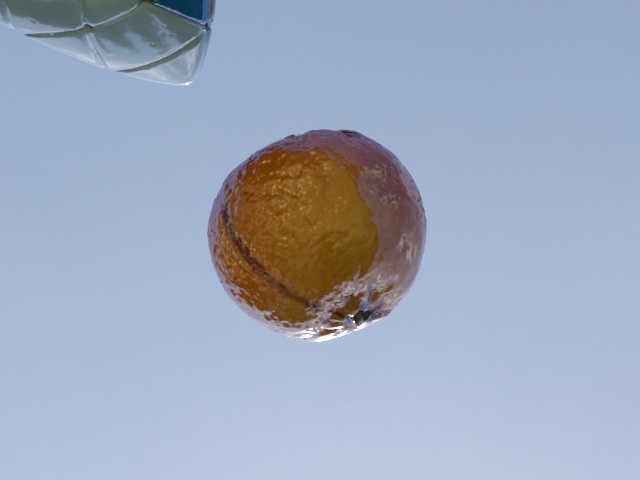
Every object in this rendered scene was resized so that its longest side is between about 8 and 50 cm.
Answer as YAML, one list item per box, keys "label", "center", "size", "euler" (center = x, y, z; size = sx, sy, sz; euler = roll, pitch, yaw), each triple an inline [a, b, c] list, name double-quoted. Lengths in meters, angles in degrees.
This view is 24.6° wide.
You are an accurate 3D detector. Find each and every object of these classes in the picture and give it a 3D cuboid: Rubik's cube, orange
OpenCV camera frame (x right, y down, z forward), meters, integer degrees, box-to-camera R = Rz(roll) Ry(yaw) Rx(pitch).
- label: "Rubik's cube"
  center: [-0.216, -0.280, 1.274]
  size: [0.254, 0.254, 0.254]
  euler: [1, -88, 22]
- label: "orange"
  center: [0.000, 0.000, 1.257]
  size: [0.193, 0.193, 0.161]
  euler: [-42, -129, 18]
